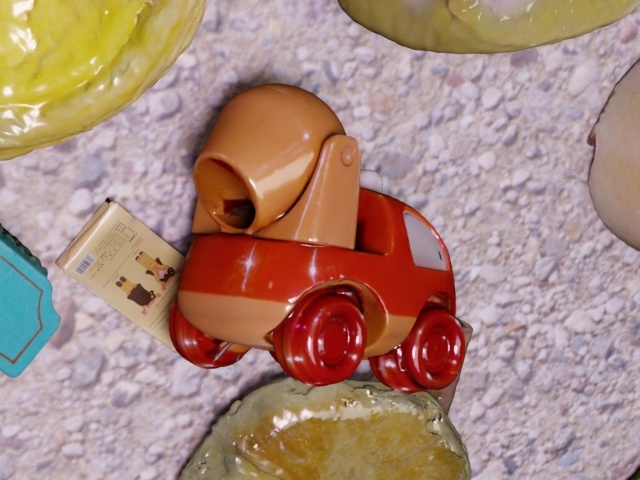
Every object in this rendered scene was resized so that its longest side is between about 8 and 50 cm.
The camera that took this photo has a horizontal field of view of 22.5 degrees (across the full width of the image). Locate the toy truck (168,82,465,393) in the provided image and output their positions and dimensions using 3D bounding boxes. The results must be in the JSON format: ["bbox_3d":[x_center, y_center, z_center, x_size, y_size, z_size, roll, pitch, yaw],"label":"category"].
[{"bbox_3d":[0.000,0.000,1.346,0.265,0.189,0.239,11,86,-46],"label":"toy truck"}]

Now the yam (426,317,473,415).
[{"bbox_3d":[0.084,0.229,1.585,0.045,0.045,0.327,-22,130,-63],"label":"yam"}]

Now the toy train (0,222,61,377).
[{"bbox_3d":[-0.304,0.042,1.220,0.163,0.112,0.203,-52,130,-8],"label":"toy train"}]

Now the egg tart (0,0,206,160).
[{"bbox_3d":[-0.249,-0.212,1.089,0.345,0.132,0.345,-6,129,-8],"label":"egg tart"}]

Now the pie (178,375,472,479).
[{"bbox_3d":[0.007,0.246,1.504,0.306,0.071,0.306,-9,119,-15],"label":"pie"}]

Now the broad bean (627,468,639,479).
[{"bbox_3d":[0.344,0.286,1.767,0.195,0.046,0.061,-49,139,3],"label":"broad bean"}]

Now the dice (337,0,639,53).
[{"bbox_3d":[0.129,-0.291,1.251,0.226,0.238,0.233,-18,121,-23],"label":"dice"}]

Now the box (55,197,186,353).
[{"bbox_3d":[-0.150,0.032,1.365,0.073,0.020,0.149,-51,127,-3],"label":"box"}]

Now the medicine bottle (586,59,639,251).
[{"bbox_3d":[0.459,-0.028,1.468,0.235,0.406,0.236,-14,118,-26],"label":"medicine bottle"}]
